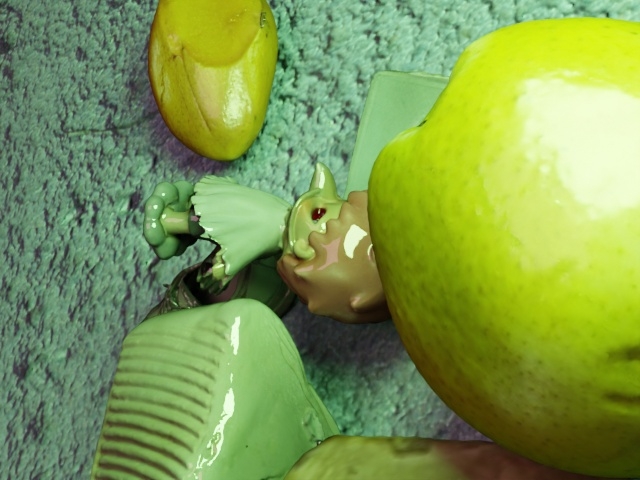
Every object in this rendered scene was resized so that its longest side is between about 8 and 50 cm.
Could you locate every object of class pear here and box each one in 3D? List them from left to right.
[{"bbox_3d":[0.242,0.013,0.939,0.362,0.418,0.362,-57,1,2],"label":"pear"}]

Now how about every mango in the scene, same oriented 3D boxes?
[{"bbox_3d":[-0.143,-0.214,1.558,0.187,0.138,0.257,-8,66,19],"label":"mango"}]

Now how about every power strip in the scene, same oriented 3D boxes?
[{"bbox_3d":[0.124,-0.077,1.306,0.198,0.064,0.213,17,94,39],"label":"power strip"}]

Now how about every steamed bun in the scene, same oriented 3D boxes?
[{"bbox_3d":[-0.108,0.269,1.220,0.247,0.236,0.383,-17,52,44],"label":"steamed bun"}]

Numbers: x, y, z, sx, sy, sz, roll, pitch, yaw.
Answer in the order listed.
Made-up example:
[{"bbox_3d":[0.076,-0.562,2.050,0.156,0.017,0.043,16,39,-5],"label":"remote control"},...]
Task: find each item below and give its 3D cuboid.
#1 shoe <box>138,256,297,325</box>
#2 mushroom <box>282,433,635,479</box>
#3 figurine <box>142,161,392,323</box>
[{"bbox_3d":[-0.154,0.089,1.440,0.275,0.098,0.103,-37,46,21],"label":"shoe"},{"bbox_3d":[0.113,0.322,0.954,0.397,0.313,0.224,-5,110,34],"label":"mushroom"},{"bbox_3d":[0.000,0.000,1.237,0.387,0.207,0.166,8,98,23],"label":"figurine"}]
